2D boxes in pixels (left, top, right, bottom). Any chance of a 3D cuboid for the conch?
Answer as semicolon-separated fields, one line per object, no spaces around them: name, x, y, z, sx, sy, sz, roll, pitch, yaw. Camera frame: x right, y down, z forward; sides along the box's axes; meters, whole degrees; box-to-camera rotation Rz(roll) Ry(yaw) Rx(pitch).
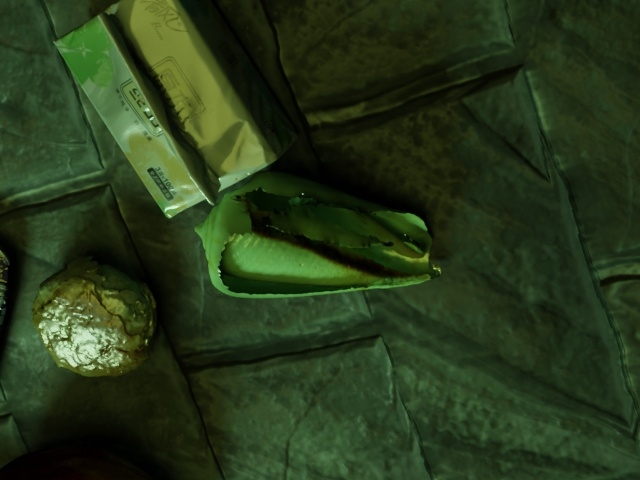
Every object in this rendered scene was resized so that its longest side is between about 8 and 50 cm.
conch;-0.008;-0.005;1.604;0.250;0.137;0.143;3;116;16

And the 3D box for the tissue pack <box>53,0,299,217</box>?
tissue pack;-0.160;-0.149;1.590;0.159;0.145;0.229;-27;101;26

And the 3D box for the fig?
fig;-0.306;0.352;1.806;0.263;0.224;0.224;-32;101;-8

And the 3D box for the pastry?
pastry;-0.260;0.091;1.756;0.153;0.081;0.153;4;112;11

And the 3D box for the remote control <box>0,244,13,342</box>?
remote control;-0.425;0.109;1.834;0.090;0.066;0.266;17;112;-5
